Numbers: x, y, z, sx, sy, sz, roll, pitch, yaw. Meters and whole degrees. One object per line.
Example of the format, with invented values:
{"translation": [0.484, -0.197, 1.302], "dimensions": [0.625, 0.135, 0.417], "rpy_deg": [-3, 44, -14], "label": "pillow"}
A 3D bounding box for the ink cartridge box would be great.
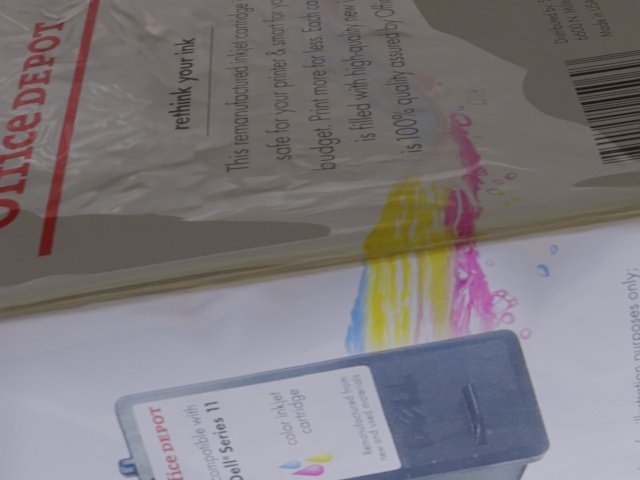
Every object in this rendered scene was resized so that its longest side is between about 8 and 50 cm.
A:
{"translation": [0.000, 0.000, 0.491], "dimensions": [0.354, 0.207, 0.119], "rpy_deg": [-9, 121, 3], "label": "ink cartridge box"}
